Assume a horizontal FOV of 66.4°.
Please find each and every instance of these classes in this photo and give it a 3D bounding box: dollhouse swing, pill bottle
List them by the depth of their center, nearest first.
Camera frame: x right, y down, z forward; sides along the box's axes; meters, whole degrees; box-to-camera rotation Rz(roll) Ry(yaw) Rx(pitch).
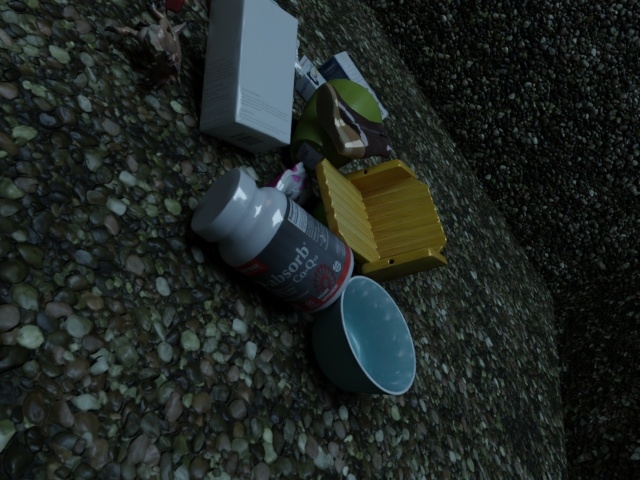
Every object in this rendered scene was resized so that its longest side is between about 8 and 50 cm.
[{"bbox_3d":[-0.108,0.005,1.160,0.363,0.210,0.210,37,37,-31],"label":"pill bottle"},{"bbox_3d":[0.185,-0.100,1.441,0.305,0.315,0.347,61,15,-61],"label":"dollhouse swing"}]

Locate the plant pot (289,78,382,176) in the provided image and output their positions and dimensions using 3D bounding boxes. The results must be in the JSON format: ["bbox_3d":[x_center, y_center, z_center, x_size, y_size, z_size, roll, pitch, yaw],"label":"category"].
[{"bbox_3d":[0.024,-0.340,1.603,0.275,0.274,0.293,50,46,-16],"label":"plant pot"}]

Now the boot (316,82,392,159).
[{"bbox_3d":[0.103,-0.357,1.488,0.207,0.090,0.248,-7,74,-41],"label":"boot"}]

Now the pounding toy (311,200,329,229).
[{"bbox_3d":[0.000,0.000,1.451,0.237,0.110,0.183,63,9,-54],"label":"pounding toy"}]

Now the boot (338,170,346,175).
[{"bbox_3d":[0.109,-0.133,1.702,0.263,0.091,0.229,24,47,-41],"label":"boot"}]

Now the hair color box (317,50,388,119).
[{"bbox_3d":[0.149,-0.660,2.187,0.347,0.105,0.174,53,32,-10],"label":"hair color box"}]

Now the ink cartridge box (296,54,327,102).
[{"bbox_3d":[-0.044,-0.614,1.904,0.175,0.072,0.127,46,34,-22],"label":"ink cartridge box"}]

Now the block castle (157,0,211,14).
[{"bbox_3d":[-0.366,-0.830,1.501,0.303,0.213,0.453,15,50,-45],"label":"block castle"}]

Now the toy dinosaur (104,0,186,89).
[{"bbox_3d":[-0.401,-0.483,1.248,0.200,0.127,0.296,57,18,-18],"label":"toy dinosaur"}]

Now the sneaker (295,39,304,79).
[{"bbox_3d":[-0.112,-0.692,1.787,0.115,0.090,0.232,-29,77,-20],"label":"sneaker"}]

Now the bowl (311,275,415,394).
[{"bbox_3d":[0.094,0.265,1.276,0.311,0.163,0.312,34,40,-35],"label":"bowl"}]

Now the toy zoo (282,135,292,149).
[{"bbox_3d":[-0.193,-0.449,1.591,0.192,0.030,0.293,14,53,-50],"label":"toy zoo"}]

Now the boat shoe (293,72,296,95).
[{"bbox_3d":[-0.132,-0.601,1.642,0.285,0.102,0.092,75,-8,-57],"label":"boat shoe"}]

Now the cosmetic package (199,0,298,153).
[{"bbox_3d":[-0.193,-0.464,1.355,0.217,0.156,0.385,14,76,-50],"label":"cosmetic package"}]

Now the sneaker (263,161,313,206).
[{"bbox_3d":[-0.084,-0.145,1.424,0.111,0.103,0.252,54,32,-6],"label":"sneaker"}]
